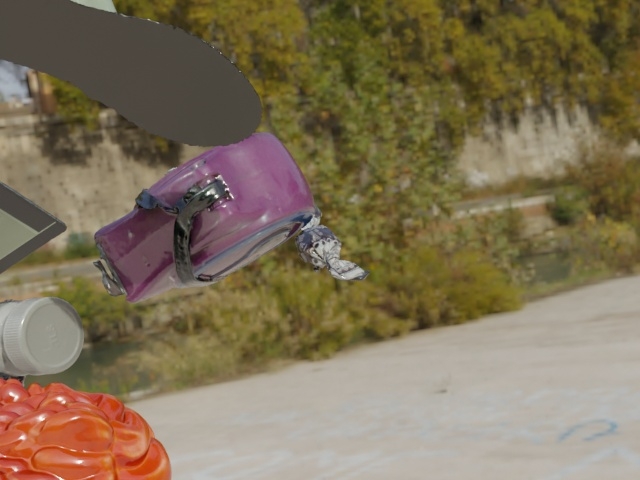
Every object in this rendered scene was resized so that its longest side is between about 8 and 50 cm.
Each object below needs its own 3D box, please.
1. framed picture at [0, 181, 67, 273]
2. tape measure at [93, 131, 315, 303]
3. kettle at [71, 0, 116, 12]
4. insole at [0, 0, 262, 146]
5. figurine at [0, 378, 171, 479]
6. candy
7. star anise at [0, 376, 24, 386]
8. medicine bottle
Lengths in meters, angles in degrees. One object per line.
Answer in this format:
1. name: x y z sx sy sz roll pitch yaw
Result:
1. framed picture: -0.585 0.022 1.533 0.347 0.016 0.265 -33 -32 9
2. tape measure: -0.135 -0.035 1.293 0.231 0.149 0.245 -36 -9 32
3. kettle: -0.341 -0.355 1.373 0.098 0.148 0.127 -18 25 1
4. insole: -0.208 -0.177 1.014 0.322 0.109 0.007 21 17 -3
5. figurine: -0.363 0.322 1.145 0.306 0.411 0.241 42 2 43
6. candy: 0.000 0.001 1.486 0.094 0.051 0.226 -2 26 -19
7. star anise: -0.495 0.263 1.602 0.081 0.230 0.262 4 -27 -15
8. medicine bottle: -0.409 0.131 1.397 0.168 0.105 0.105 -8 2 40
